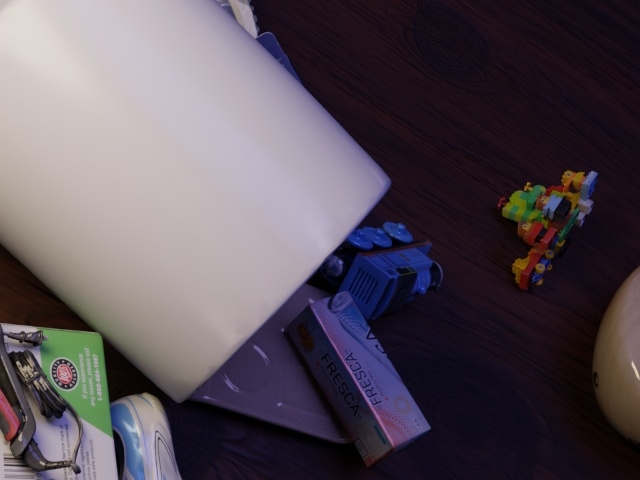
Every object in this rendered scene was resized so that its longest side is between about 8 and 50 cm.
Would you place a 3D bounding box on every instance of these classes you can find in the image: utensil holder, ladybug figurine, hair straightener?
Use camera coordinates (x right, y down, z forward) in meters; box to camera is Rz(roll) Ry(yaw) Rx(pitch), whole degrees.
[{"bbox_3d":[-0.172,-0.080,1.164,0.385,0.327,0.327,45,43,-2],"label":"utensil holder"},{"bbox_3d":[0.523,0.164,1.659,0.449,0.162,0.305,-15,71,-43],"label":"ladybug figurine"},{"bbox_3d":[-0.257,0.096,1.012,0.089,0.047,0.230,-24,73,-47],"label":"hair straightener"}]

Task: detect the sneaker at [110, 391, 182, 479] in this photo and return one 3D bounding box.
[{"bbox_3d":[-0.153,0.262,1.136,0.086,0.085,0.237,-20,76,-17],"label":"sneaker"}]

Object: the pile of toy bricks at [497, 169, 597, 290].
[{"bbox_3d":[0.303,-0.038,1.695,0.105,0.118,0.212,23,49,22],"label":"pile of toy bricks"}]

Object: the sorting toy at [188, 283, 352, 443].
[{"bbox_3d":[-0.052,0.121,1.343,0.208,0.038,0.193,18,50,-21],"label":"sorting toy"}]

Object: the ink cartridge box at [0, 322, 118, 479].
[{"bbox_3d":[-0.329,0.180,1.017,0.289,0.121,0.211,10,53,-32],"label":"ink cartridge box"}]

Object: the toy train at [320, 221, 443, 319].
[{"bbox_3d":[0.078,0.035,1.442,0.105,0.080,0.184,39,24,24],"label":"toy train"}]

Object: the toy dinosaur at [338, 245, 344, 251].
[{"bbox_3d":[0.000,0.000,1.480,0.082,0.047,0.090,20,16,-14],"label":"toy dinosaur"}]

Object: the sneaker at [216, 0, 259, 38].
[{"bbox_3d":[-0.152,-0.291,1.532,0.122,0.110,0.283,-15,81,-7],"label":"sneaker"}]

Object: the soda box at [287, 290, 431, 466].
[{"bbox_3d":[0.041,0.150,1.314,0.063,0.058,0.183,-18,70,-40],"label":"soda box"}]

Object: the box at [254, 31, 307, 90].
[{"bbox_3d":[-0.063,-0.126,1.445,0.225,0.136,0.036,62,5,14],"label":"box"}]
